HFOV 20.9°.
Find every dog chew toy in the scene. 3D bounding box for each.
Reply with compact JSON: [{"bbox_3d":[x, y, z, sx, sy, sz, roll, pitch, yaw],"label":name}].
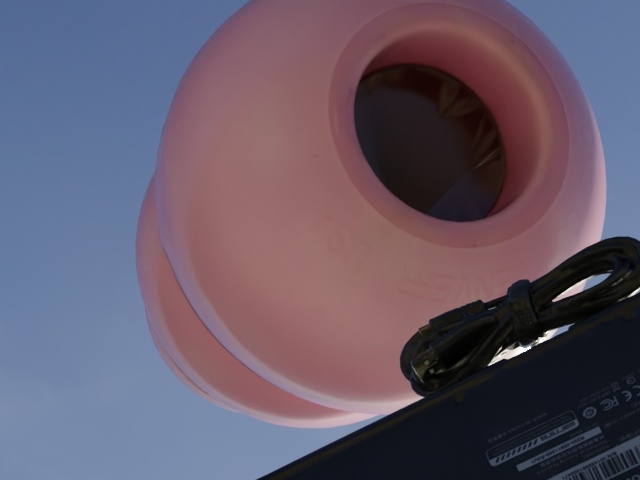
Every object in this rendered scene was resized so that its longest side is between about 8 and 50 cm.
[{"bbox_3d":[0.000,0.000,0.863,0.207,0.206,0.332,21,-23,-13],"label":"dog chew toy"}]

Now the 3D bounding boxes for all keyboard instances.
[{"bbox_3d":[0.057,0.043,0.371,0.180,0.108,0.023,-26,-53,5],"label":"keyboard"}]
